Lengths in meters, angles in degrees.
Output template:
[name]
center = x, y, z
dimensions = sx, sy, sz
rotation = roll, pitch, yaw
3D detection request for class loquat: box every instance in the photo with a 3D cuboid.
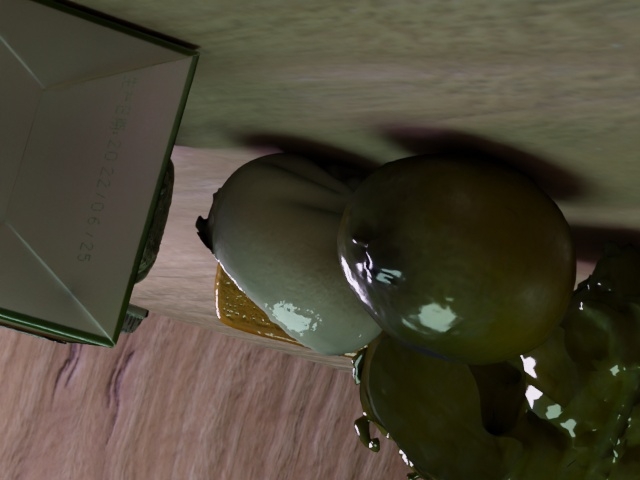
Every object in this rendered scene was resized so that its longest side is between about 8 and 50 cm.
[loquat]
center = 0.098, 0.013, 1.141
dimensions = 0.152, 0.152, 0.195
rotation = 8, 178, 44

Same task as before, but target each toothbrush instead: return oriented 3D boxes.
[toothbrush]
center = -0.277, 0.022, 1.405
dimensions = 0.294, 0.028, 0.026
rotation = 23, 171, -24

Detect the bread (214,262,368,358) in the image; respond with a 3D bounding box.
[bread]
center = -0.017, 0.055, 1.813
dimensions = 0.200, 0.116, 0.077
rotation = 13, -163, 20

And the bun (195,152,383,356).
[bun]
center = 0.000, 0.000, 1.293
dimensions = 0.173, 0.120, 0.173
rotation = 42, -168, -11

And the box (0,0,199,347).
[box]
center = -0.200, -0.048, 1.060
dimensions = 0.177, 0.195, 0.148
rotation = 17, 172, -19

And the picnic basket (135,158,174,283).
[picnic basket]
center = -0.200, -0.045, 1.335
dimensions = 0.154, 0.134, 0.196
rotation = 13, 172, 5

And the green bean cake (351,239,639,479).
[green bean cake]
center = 0.164, 0.102, 1.355
dimensions = 0.202, 0.285, 0.310
rotation = -10, -143, -44
